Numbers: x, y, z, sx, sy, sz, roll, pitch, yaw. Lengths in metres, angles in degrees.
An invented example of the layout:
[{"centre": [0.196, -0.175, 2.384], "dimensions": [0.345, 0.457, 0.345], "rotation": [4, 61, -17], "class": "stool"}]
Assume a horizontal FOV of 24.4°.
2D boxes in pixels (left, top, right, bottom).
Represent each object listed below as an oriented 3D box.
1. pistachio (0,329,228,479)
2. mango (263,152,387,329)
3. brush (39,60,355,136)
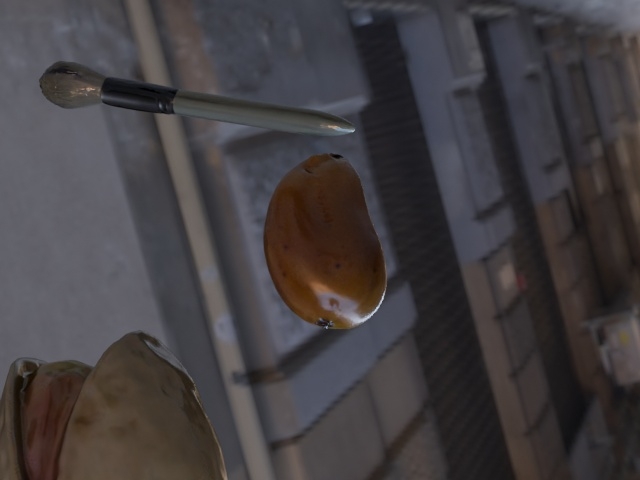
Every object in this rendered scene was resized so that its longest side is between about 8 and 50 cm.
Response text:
[{"centre": [-0.158, 0.211, 1.047], "dimensions": [0.187, 0.299, 0.187], "rotation": [-7, 155, -4], "class": "pistachio"}, {"centre": [-0.001, 0.003, 1.263], "dimensions": [0.105, 0.159, 0.084], "rotation": [3, 141, -21], "class": "mango"}, {"centre": [-0.110, -0.118, 1.256], "dimensions": [0.299, 0.042, 0.039], "rotation": [9, -167, 22], "class": "brush"}]
